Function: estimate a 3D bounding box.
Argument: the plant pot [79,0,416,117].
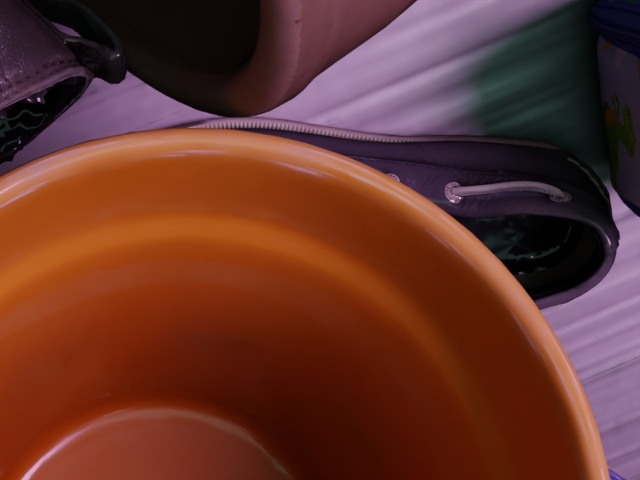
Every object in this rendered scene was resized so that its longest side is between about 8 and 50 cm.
[{"bbox_3d":[-0.007,-0.201,0.447,0.229,0.263,0.263,-38,107,-17],"label":"plant pot"}]

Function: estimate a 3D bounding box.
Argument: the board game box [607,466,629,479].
[{"bbox_3d":[0.068,0.214,0.517,0.141,0.291,0.232,33,97,-17],"label":"board game box"}]

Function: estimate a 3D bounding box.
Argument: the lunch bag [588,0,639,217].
[{"bbox_3d":[0.207,-0.055,0.529,0.219,0.176,0.090,-11,106,-5],"label":"lunch bag"}]

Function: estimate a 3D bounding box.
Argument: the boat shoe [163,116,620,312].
[{"bbox_3d":[0.000,0.000,0.569,0.206,0.065,0.075,-4,107,-6],"label":"boat shoe"}]

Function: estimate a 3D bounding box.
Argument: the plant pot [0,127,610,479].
[{"bbox_3d":[-0.042,0.093,0.494,0.205,0.188,0.205,3,74,-10],"label":"plant pot"}]

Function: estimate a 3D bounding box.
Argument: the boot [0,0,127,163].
[{"bbox_3d":[-0.214,-0.065,0.456,0.263,0.091,0.229,-31,82,-9],"label":"boot"}]
